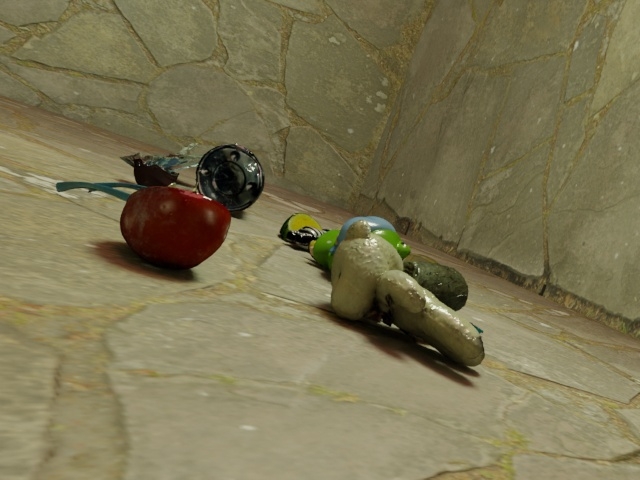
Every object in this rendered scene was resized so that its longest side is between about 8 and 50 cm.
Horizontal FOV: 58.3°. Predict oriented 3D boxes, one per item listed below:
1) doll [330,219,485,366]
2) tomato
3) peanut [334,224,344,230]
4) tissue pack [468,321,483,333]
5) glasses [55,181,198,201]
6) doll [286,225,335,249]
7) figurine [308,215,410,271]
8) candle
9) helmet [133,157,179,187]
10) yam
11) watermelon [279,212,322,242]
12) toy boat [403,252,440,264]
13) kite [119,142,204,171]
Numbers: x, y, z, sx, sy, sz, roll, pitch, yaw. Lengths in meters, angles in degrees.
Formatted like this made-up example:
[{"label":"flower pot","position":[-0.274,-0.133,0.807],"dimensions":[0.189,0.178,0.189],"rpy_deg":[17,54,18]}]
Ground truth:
[{"label":"doll","position":[0.122,0.105,0.878],"dimensions":[0.278,0.175,0.149],"rpy_deg":[34,50,27]},{"label":"tomato","position":[-0.205,-0.005,0.791],"dimensions":[0.159,0.092,0.139],"rpy_deg":[-10,-28,44]},{"label":"peanut","position":[0.113,0.017,1.439],"dimensions":[0.236,0.120,0.110],"rpy_deg":[23,43,-44]},{"label":"tissue pack","position":[0.276,0.169,1.133],"dimensions":[0.085,0.028,0.138],"rpy_deg":[24,11,21]},{"label":"glasses","position":[-0.346,-0.065,1.053],"dimensions":[0.220,0.088,0.189],"rpy_deg":[1,7,3]},{"label":"doll","position":[0.000,0.000,1.465],"dimensions":[0.091,0.067,0.219],"rpy_deg":[13,6,37]},{"label":"figurine","position":[0.073,0.023,1.220],"dimensions":[0.162,0.143,0.263],"rpy_deg":[-2,0,-30]},{"label":"candle","position":[-0.252,-0.183,1.638],"dimensions":[0.187,0.188,0.330],"rpy_deg":[20,6,-8]},{"label":"helmet","position":[-0.408,-0.151,1.394],"dimensions":[0.123,0.071,0.098],"rpy_deg":[17,-2,29]},{"label":"yam","position":[0.229,0.097,1.230],"dimensions":[0.183,0.107,0.107],"rpy_deg":[11,11,-38]},{"label":"watermelon","position":[-0.046,-0.033,1.535],"dimensions":[0.092,0.075,0.181],"rpy_deg":[31,10,38]},{"label":"toy boat","position":[0.343,0.088,1.836],"dimensions":[0.072,0.065,0.206],"rpy_deg":[34,0,-29]},{"label":"kite","position":[-0.468,-0.263,1.818],"dimensions":[0.405,0.014,0.368],"rpy_deg":[1,25,10]}]
